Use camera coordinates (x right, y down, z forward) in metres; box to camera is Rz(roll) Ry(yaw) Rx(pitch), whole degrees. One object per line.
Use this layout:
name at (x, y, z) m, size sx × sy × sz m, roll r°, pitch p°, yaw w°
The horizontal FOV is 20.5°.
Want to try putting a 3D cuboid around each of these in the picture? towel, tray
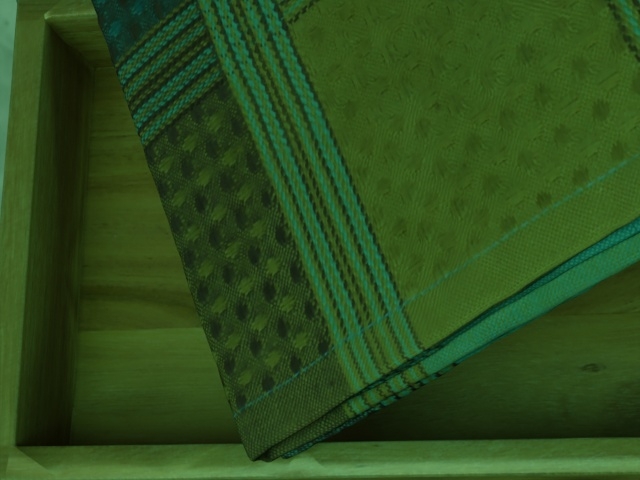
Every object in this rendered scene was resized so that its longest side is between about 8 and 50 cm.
towel at (0.061, -0.118, 0.571) m, size 0.370 × 0.040 × 0.271 m, roll -35°, pitch 65°, yaw 37°
tray at (0.080, -0.005, 0.685) m, size 0.411 × 0.076 × 0.203 m, roll -2°, pitch 74°, yaw 13°
